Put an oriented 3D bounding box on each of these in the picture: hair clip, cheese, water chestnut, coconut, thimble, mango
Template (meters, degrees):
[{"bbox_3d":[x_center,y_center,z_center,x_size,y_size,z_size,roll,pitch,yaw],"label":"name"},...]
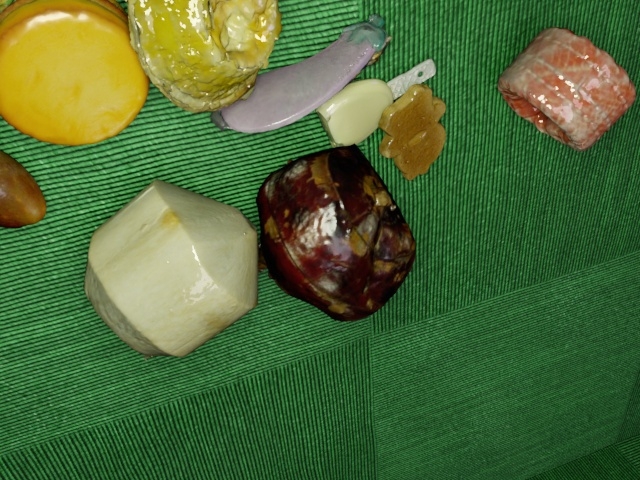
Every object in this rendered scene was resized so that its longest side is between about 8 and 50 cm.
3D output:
[{"bbox_3d":[-0.026,-0.282,1.100,0.359,0.095,0.110,-29,99,-12],"label":"hair clip"},{"bbox_3d":[0.114,-0.278,1.199,0.251,0.054,0.127,-31,133,-2],"label":"cheese"},{"bbox_3d":[0.000,0.000,1.193,0.347,0.335,0.335,-30,131,20],"label":"water chestnut"},{"bbox_3d":[-0.251,0.045,1.112,0.323,0.323,0.323,-12,126,-16],"label":"coconut"},{"bbox_3d":[0.489,-0.301,1.234,0.239,0.239,0.162,30,103,-36],"label":"thimble"},{"bbox_3d":[-0.569,-0.100,0.982,0.267,0.111,0.133,21,128,-34],"label":"mango"}]

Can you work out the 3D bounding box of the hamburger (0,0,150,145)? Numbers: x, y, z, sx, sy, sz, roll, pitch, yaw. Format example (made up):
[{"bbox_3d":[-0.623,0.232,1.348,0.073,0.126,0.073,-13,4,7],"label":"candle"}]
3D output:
[{"bbox_3d":[-0.377,-0.268,0.916,0.246,0.170,0.246,-17,140,-15],"label":"hamburger"}]

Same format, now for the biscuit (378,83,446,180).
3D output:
[{"bbox_3d":[0.192,-0.218,1.264,0.166,0.036,0.225,-43,143,-1],"label":"biscuit"}]

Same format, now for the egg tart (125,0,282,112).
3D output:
[{"bbox_3d":[-0.146,-0.338,0.915,0.315,0.120,0.315,-30,127,-50],"label":"egg tart"}]
